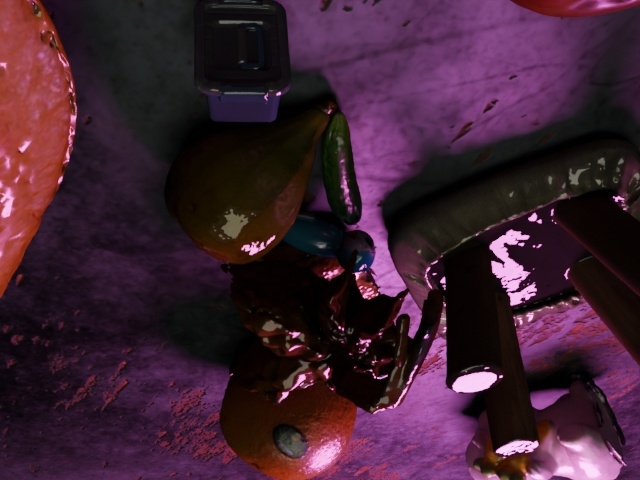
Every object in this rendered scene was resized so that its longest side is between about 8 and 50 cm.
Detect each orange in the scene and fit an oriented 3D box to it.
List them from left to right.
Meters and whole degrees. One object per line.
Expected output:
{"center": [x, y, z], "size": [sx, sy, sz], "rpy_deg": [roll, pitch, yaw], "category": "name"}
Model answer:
{"center": [-0.048, 0.254, 0.876], "size": [0.206, 0.206, 0.206], "rpy_deg": [-5, 140, -4], "category": "orange"}

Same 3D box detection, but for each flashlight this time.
{"center": [0.000, 0.000, 0.670], "size": [0.129, 0.051, 0.051], "rpy_deg": [17, 138, 4], "category": "flashlight"}

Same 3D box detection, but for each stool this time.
{"center": [0.270, 0.083, 0.705], "size": [0.310, 0.226, 0.310], "rpy_deg": [-22, 136, 15], "category": "stool"}

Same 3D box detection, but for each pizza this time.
{"center": [0.009, 0.074, 0.769], "size": [0.147, 0.069, 0.226], "rpy_deg": [-27, 128, 11], "category": "pizza"}

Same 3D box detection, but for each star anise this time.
{"center": [0.012, 0.095, 0.620], "size": [0.237, 0.148, 0.346], "rpy_deg": [43, 150, -18], "category": "star anise"}

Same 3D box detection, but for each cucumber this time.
{"center": [0.022, -0.064, 0.632], "size": [0.039, 0.039, 0.168], "rpy_deg": [-10, 139, 2], "category": "cucumber"}

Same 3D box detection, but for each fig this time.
{"center": [-0.074, -0.072, 0.569], "size": [0.127, 0.133, 0.184], "rpy_deg": [21, 95, -10], "category": "fig"}

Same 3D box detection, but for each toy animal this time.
{"center": [0.404, 0.395, 1.121], "size": [0.310, 0.182, 0.247], "rpy_deg": [-34, 133, 27], "category": "toy animal"}

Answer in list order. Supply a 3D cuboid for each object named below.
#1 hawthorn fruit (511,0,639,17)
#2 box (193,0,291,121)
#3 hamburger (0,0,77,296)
{"center": [0.148, -0.221, 0.311], "size": [0.208, 0.248, 0.208], "rpy_deg": [-3, 133, -4], "category": "hawthorn fruit"}
{"center": [-0.064, -0.144, 0.484], "size": [0.074, 0.099, 0.054], "rpy_deg": [-2, 154, -7], "category": "box"}
{"center": [-0.312, -0.105, 0.366], "size": [0.268, 0.287, 0.445], "rpy_deg": [32, 142, 16], "category": "hamburger"}
